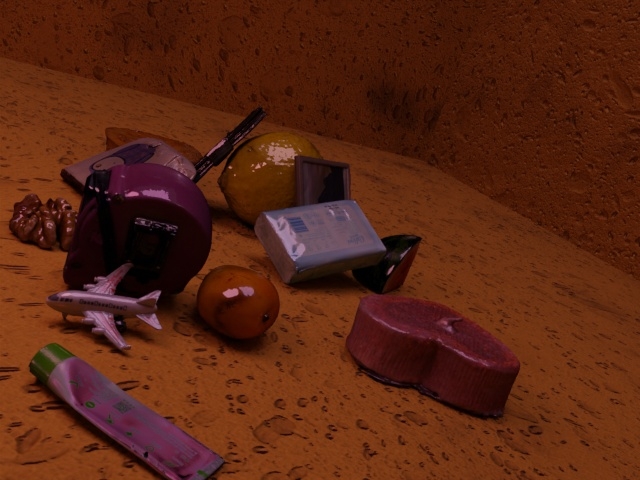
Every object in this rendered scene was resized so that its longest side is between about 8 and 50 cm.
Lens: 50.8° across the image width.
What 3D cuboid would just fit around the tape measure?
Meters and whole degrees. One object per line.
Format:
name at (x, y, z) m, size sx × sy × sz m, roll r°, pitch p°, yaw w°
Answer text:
tape measure at (-0.305, -0.006, 1.154) m, size 0.232 × 0.245 × 0.149 m, roll 11°, pitch 34°, yaw -17°

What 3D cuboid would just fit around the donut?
donut at (-0.469, -0.221, 1.873) m, size 0.278 × 0.108 × 0.277 m, roll 17°, pitch 18°, yaw -5°

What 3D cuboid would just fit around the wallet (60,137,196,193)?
wallet at (-0.452, -0.155, 1.596) m, size 0.275 × 0.068 × 0.335 m, roll -27°, pitch 40°, yaw -29°

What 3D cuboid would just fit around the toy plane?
toy plane at (-0.333, 0.102, 1.045) m, size 0.171 × 0.065 × 0.162 m, roll 2°, pitch 48°, yaw -17°

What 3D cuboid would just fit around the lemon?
lemon at (-0.118, -0.149, 1.772) m, size 0.322 × 0.268 × 0.268 m, roll -18°, pitch 37°, yaw -37°

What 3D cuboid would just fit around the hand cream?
hand cream at (-0.247, 0.218, 0.845) m, size 0.275 × 0.050 × 0.079 m, roll 30°, pitch 44°, yaw 17°

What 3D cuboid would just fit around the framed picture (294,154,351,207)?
framed picture at (0.012, -0.075, 1.699) m, size 0.018 × 0.265 × 0.192 m, roll -6°, pitch -5°, yaw 43°

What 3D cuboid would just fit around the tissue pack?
tissue pack at (0.000, 0.000, 1.560) m, size 0.263 × 0.089 × 0.177 m, roll -10°, pitch 57°, yaw -36°

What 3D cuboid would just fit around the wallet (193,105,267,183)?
wallet at (-0.268, -0.219, 1.731) m, size 0.044 × 0.317 × 0.169 m, roll 47°, pitch -11°, yaw -12°

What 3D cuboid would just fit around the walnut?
walnut at (-0.529, -0.043, 1.315) m, size 0.143 × 0.069 × 0.170 m, roll 7°, pitch 23°, yaw -39°

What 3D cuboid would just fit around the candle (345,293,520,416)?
candle at (0.222, 0.189, 1.287) m, size 0.317 × 0.131 × 0.287 m, roll 23°, pitch 14°, yaw 10°

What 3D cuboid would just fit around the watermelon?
watermelon at (0.149, 0.050, 1.686) m, size 0.145 × 0.137 × 0.193 m, roll 29°, pitch 61°, yaw 26°

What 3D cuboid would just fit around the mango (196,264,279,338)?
mango at (-0.149, 0.098, 1.197) m, size 0.145 × 0.112 × 0.219 m, roll 9°, pitch 15°, yaw -20°
